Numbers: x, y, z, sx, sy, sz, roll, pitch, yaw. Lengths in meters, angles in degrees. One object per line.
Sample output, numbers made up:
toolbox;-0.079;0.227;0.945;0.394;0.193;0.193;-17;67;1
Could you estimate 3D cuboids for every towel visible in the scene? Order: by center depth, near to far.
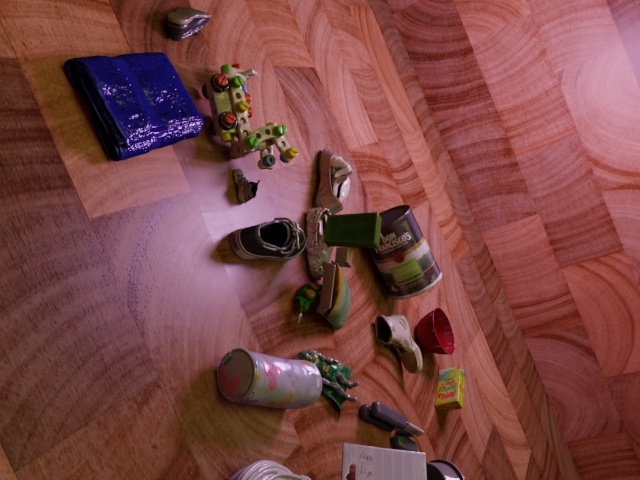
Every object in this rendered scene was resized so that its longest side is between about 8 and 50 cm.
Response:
towel;-0.394;-0.312;1.392;0.227;0.076;0.308;66;28;-8

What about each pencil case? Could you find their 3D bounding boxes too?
pencil case;-0.110;0.315;1.427;0.273;0.114;0.124;24;41;-53

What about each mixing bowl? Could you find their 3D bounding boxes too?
mixing bowl;0.421;0.351;2.345;0.181;0.098;0.181;39;39;-42

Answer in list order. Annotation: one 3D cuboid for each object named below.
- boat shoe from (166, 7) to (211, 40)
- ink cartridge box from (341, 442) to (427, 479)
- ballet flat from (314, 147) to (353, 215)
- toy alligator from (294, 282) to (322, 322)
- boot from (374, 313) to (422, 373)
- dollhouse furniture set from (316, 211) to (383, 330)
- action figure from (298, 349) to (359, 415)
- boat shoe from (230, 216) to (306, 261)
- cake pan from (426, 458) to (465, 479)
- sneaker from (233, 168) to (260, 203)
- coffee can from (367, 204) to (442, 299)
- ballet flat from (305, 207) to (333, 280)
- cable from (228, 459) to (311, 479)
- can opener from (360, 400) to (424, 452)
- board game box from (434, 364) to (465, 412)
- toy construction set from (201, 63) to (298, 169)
boat shoe;-0.355;-0.581;1.682;0.206;0.075;0.064;-63;169;-61
ink cartridge box;0.168;0.647;1.660;0.066;0.233;0.189;99;-4;-50
ballet flat;0.053;-0.201;2.066;0.107;0.106;0.315;44;36;-38
toy alligator;-0.047;0.161;1.711;0.051;0.056;0.189;26;32;9
boot;0.257;0.347;2.087;0.165;0.077;0.213;11;57;-58
dollhouse furniture set;0.101;0.095;1.792;0.197;0.152;0.301;51;43;-61
action figure;0.018;0.359;1.681;0.232;0.064;0.137;42;41;-35
boat shoe;-0.106;-0.010;1.660;0.306;0.105;0.113;7;65;-59
cake pan;0.286;0.734;1.687;0.054;0.293;0.293;24;47;-21
sneaker;-0.189;-0.152;1.649;0.038;0.069;0.098;6;66;-60
coffee can;0.281;0.040;2.202;0.275;0.202;0.201;62;29;-13
ballet flat;0.000;0.000;1.870;0.091;0.077;0.240;32;45;-49
cable;-0.113;0.580;1.269;0.257;0.089;0.257;46;36;-35
can opener;0.220;0.567;1.873;0.283;0.076;0.095;38;40;-42
board game box;0.483;0.550;2.325;0.043;0.092;0.181;57;30;-22
toy construction set;-0.201;-0.347;1.675;0.215;0.151;0.327;-9;70;-37
